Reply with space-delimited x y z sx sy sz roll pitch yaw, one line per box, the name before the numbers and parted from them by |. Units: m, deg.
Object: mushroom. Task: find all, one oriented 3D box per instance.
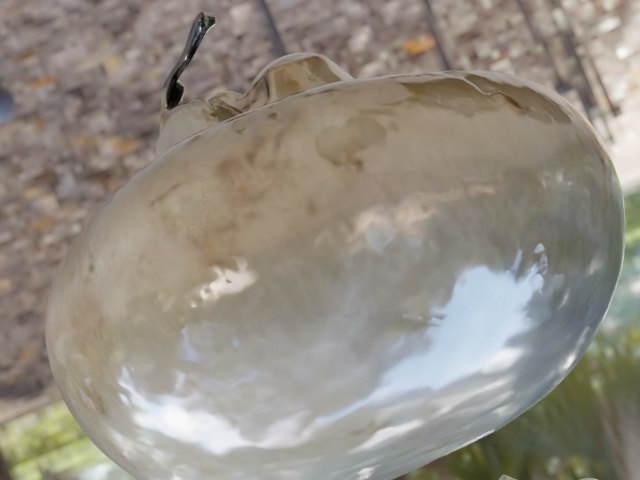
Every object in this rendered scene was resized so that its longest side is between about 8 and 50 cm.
mushroom | 0.000 0.000 1.207 0.362 0.294 0.362 -22 164 -7

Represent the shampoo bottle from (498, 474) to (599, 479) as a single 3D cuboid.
shampoo bottle | 0.232 0.223 1.558 0.195 0.056 0.056 21 168 -6
